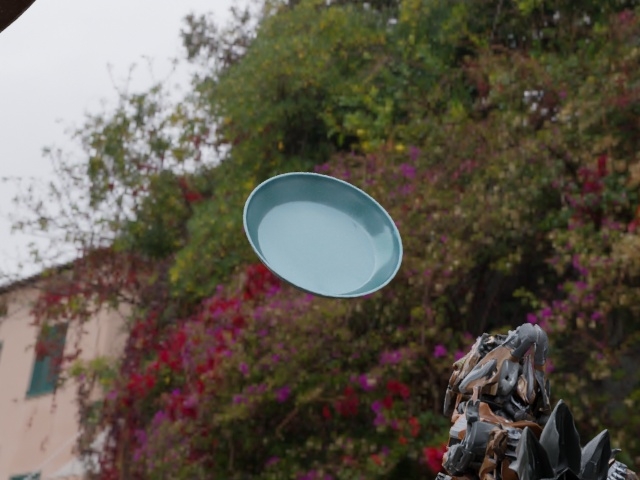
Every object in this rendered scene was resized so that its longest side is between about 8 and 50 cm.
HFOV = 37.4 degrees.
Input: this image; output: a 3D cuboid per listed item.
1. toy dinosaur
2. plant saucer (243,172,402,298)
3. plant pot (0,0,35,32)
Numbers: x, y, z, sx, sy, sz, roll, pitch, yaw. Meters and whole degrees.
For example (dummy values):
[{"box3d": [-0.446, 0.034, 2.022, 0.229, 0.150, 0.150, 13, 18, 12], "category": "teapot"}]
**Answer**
[{"box3d": [0.130, 0.197, 0.548, 0.164, 0.322, 0.218, 2, -26, -30], "category": "toy dinosaur"}, {"box3d": [0.000, 0.000, 0.683, 0.119, 0.119, 0.021, 11, -44, -14], "category": "plant saucer"}, {"box3d": [-0.249, -0.218, 0.415, 0.215, 0.216, 0.230, -7, -16, 21], "category": "plant pot"}]
